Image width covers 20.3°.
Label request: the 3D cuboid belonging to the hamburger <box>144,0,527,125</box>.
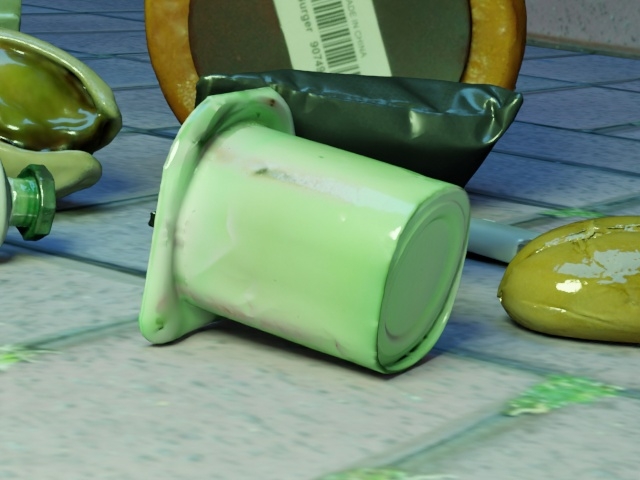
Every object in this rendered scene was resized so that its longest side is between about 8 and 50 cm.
[{"bbox_3d":[0.016,-0.197,1.527,0.330,0.330,0.250,6,11,7],"label":"hamburger"}]

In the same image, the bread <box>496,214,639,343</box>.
[{"bbox_3d":[0.205,0.024,1.124,0.189,0.077,0.114,0,8,-10],"label":"bread"}]

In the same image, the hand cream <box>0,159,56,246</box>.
[{"bbox_3d":[-0.331,-0.029,1.113,0.336,0.121,0.076,1,-25,-31],"label":"hand cream"}]

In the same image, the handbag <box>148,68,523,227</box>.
[{"bbox_3d":[0.001,-0.049,1.198,0.211,0.088,0.254,2,-20,-11],"label":"handbag"}]

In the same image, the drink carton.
[{"bbox_3d":[0.000,0.000,1.010,0.142,0.144,0.146,17,16,26],"label":"drink carton"}]

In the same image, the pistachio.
[{"bbox_3d":[-0.266,-0.096,1.378,0.238,0.137,0.153,12,-21,26],"label":"pistachio"}]

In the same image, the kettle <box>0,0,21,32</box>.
[{"bbox_3d":[-0.512,-0.240,1.855,0.377,0.250,0.361,-4,43,-27],"label":"kettle"}]

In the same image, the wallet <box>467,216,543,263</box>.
[{"bbox_3d":[0.117,-0.004,1.345,0.122,0.025,0.061,14,8,41],"label":"wallet"}]
